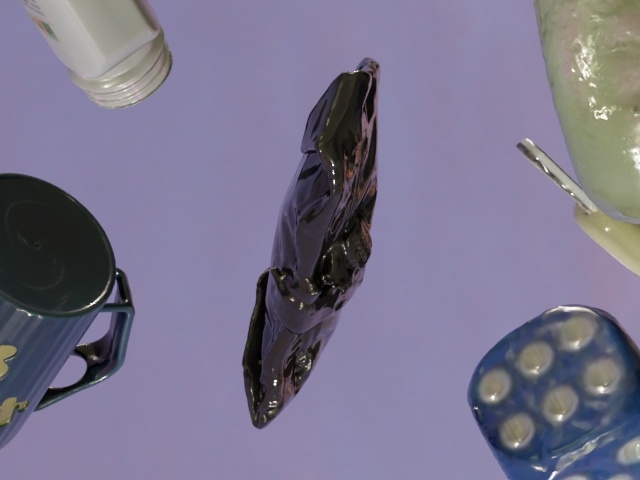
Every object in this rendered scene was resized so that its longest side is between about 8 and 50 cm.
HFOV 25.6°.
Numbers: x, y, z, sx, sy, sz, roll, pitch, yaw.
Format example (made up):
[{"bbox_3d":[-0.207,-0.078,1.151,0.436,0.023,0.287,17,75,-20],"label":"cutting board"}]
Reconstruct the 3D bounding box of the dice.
[{"bbox_3d":[0.212,0.147,1.144,0.146,0.143,0.146,49,-169,-42],"label":"dice"}]

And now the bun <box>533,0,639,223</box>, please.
[{"bbox_3d":[0.283,-0.161,1.094,0.293,0.187,0.293,-12,-90,-69],"label":"bun"}]

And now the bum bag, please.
[{"bbox_3d":[0.000,0.000,0.987,0.074,0.310,0.137,18,-137,2],"label":"bum bag"}]

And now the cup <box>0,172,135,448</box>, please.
[{"bbox_3d":[-0.194,0.048,0.893,0.176,0.155,0.131,8,-130,-37],"label":"cup"}]

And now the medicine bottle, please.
[{"bbox_3d":[-0.268,-0.284,1.485,0.179,0.124,0.324,43,166,42],"label":"medicine bottle"}]

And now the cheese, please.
[{"bbox_3d":[0.286,-0.033,1.464,0.235,0.050,0.127,39,-170,-25],"label":"cheese"}]
